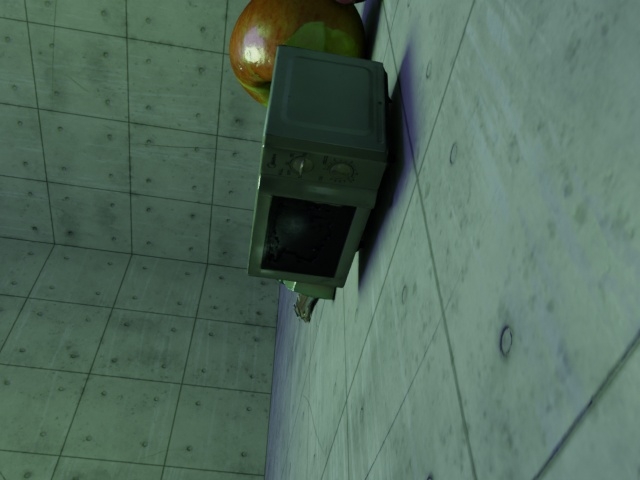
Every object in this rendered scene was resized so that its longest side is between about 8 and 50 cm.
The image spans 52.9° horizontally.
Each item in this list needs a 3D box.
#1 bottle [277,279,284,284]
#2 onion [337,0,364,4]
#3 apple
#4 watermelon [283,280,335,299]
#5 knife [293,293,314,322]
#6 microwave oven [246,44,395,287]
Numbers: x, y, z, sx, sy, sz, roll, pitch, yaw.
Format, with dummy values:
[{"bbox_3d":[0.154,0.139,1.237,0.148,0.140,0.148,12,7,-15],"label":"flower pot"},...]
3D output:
[{"bbox_3d":[-0.059,-0.018,1.987,0.144,0.144,0.336,-89,11,-49],"label":"bottle"},{"bbox_3d":[0.075,-0.603,1.395,0.177,0.153,0.177,5,-90,-86],"label":"onion"},{"bbox_3d":[-0.048,-0.471,1.567,0.339,0.340,0.339,-172,90,-84],"label":"apple"},{"bbox_3d":[0.000,0.000,1.599,0.193,0.140,0.256,-131,56,-72],"label":"watermelon"},{"bbox_3d":[-0.028,0.167,1.931,0.089,0.043,0.365,62,160,14],"label":"knife"},{"bbox_3d":[-0.002,-0.120,1.160,0.355,0.218,0.286,104,173,-51],"label":"microwave oven"}]
